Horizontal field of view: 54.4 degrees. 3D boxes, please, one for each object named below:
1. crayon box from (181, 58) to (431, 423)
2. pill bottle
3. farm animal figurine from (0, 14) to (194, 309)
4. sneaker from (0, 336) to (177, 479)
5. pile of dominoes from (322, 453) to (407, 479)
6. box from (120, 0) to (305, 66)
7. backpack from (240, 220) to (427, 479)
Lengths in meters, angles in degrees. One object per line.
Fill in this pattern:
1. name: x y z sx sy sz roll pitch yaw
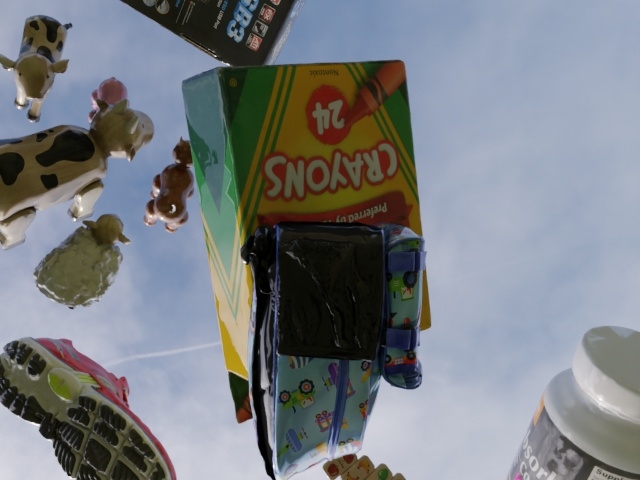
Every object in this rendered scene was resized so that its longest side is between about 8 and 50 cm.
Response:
1. crayon box: 0.000 0.000 0.585 0.202 0.081 0.319 -14 -78 -35
2. pill bottle: 0.326 0.251 0.737 0.162 0.162 0.279 -1 -61 -21
3. farm animal figurine: -0.309 -0.125 0.775 0.330 0.172 0.327 41 -130 -4
4. sneaker: -0.258 0.202 0.741 0.279 0.118 0.107 38 -77 18
5. pile of dominoes: 0.087 0.452 0.970 0.251 0.040 0.196 31 -112 -5
6. box: -0.125 -0.378 0.683 0.293 0.073 0.296 30 -62 -3
7. backpack: 0.006 0.074 0.438 0.116 0.158 0.173 1 -88 -3
